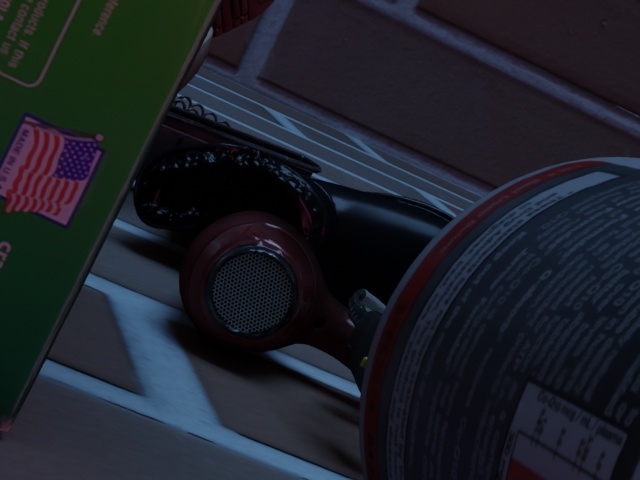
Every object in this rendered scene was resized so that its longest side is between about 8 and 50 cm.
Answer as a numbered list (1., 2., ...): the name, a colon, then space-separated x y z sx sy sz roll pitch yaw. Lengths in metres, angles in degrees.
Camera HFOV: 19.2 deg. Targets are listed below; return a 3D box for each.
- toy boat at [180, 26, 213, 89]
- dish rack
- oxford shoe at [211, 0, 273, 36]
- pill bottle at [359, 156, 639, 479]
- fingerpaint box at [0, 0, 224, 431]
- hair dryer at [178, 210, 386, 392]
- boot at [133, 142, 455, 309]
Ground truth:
1. toy boat: -0.185 -0.142 1.315 0.267 0.148 0.318 -1 26 -21
2. dish rack: -0.154 -0.100 1.594 0.208 0.074 0.271 21 9 -42
3. oxford shoe: -0.207 -0.213 1.534 0.348 0.123 0.130 -7 15 -15
4. pill bottle: 0.159 0.091 0.612 0.210 0.210 0.363 24 1 -18
5. fingerpaint box: -0.113 -0.186 0.850 0.163 0.445 0.371 25 6 -14
6. hair dryer: 0.010 0.066 1.081 0.293 0.080 0.223 41 0 45
7. boot: 0.000 0.000 1.303 0.246 0.094 0.207 19 3 2
